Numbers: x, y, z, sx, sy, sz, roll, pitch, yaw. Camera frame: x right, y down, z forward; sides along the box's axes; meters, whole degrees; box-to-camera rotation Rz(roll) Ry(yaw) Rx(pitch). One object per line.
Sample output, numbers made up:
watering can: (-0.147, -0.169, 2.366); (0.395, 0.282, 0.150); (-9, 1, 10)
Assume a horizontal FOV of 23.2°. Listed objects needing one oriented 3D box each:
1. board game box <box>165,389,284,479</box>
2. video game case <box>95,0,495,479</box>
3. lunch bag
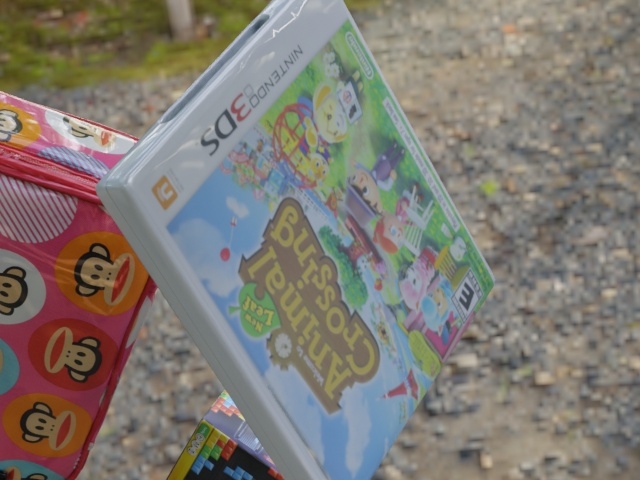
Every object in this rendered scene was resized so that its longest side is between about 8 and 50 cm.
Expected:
board game box: (-0.063, 0.227, 1.338); (0.141, 0.170, 0.048); (35, 42, 5)
video game case: (0.000, 0.000, 0.788); (0.023, 0.212, 0.193); (-8, 33, 41)
lunch bag: (-0.257, 0.031, 1.126); (0.258, 0.293, 0.120); (20, 31, -9)
